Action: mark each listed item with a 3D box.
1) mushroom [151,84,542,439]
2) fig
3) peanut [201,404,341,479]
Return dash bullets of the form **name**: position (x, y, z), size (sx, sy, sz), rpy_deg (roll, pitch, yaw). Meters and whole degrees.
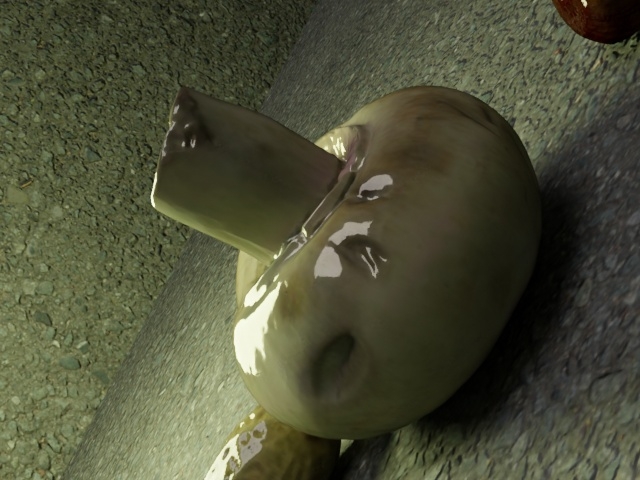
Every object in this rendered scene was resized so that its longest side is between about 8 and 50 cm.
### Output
- **mushroom**: position (0.023, 0.017, 1.075), size (0.325, 0.353, 0.353), rpy_deg (89, -158, -57)
- **fig**: position (0.319, -0.292, 1.135), size (0.201, 0.134, 0.146), rpy_deg (-37, 44, 0)
- **peanut**: position (-0.082, 0.271, 1.170), size (0.298, 0.120, 0.136), rpy_deg (-50, 20, 12)
